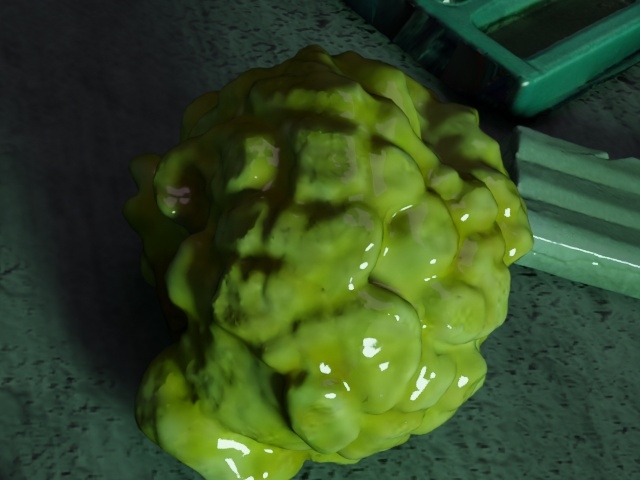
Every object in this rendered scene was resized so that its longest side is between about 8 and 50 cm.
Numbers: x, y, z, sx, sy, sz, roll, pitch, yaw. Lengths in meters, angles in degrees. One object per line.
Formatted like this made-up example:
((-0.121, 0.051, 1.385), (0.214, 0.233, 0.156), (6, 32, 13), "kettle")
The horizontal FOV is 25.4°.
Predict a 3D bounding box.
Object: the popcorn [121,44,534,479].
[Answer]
((-0.008, 0.008, 0.742), (0.181, 0.216, 0.235), (20, 27, -44), "popcorn")

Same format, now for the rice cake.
((0.228, -0.007, 0.956), (0.237, 0.043, 0.127), (17, 43, -7), "rice cake")

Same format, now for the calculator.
((0.129, -0.214, 1.119), (0.274, 0.058, 0.248), (41, 44, 21), "calculator")
